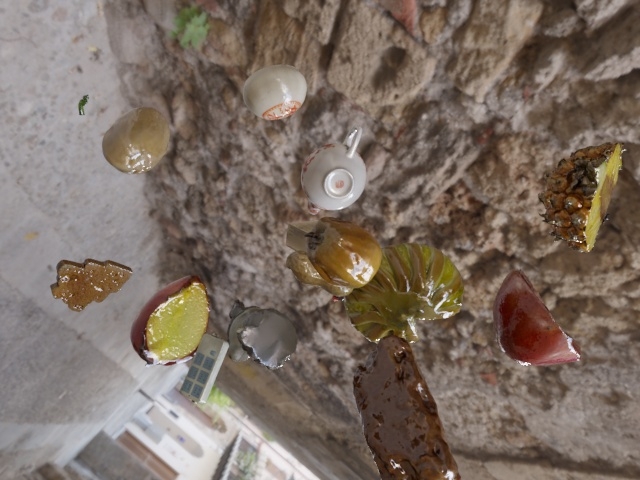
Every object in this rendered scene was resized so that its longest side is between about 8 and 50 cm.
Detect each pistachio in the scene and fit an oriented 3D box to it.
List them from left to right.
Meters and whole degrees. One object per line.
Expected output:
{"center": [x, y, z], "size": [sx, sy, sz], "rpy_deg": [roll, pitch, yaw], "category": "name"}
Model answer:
{"center": [-0.557, -0.305, 1.697], "size": [0.293, 0.181, 0.162], "rpy_deg": [-84, -173, -47], "category": "pistachio"}

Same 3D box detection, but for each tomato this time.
{"center": [0.539, 0.234, 1.459], "size": [0.170, 0.309, 0.309], "rpy_deg": [-38, -178, 16], "category": "tomato"}

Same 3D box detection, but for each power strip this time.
{"center": [-0.315, 0.349, 1.516], "size": [0.035, 0.081, 0.192], "rpy_deg": [36, 72, -55], "category": "power strip"}

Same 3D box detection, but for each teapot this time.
{"center": [0.039, -0.162, 1.335], "size": [0.245, 0.159, 0.116], "rpy_deg": [-58, -170, 9], "category": "teapot"}

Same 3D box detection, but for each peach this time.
{"center": [-0.559, 0.285, 2.056], "size": [0.201, 0.257, 0.362], "rpy_deg": [9, -106, 49], "category": "peach"}

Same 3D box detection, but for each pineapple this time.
{"center": [0.707, -0.173, 1.582], "size": [0.286, 0.209, 0.344], "rpy_deg": [35, 76, -51], "category": "pineapple"}

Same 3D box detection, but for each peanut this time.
{"center": [0.000, 0.084, 1.447], "size": [0.089, 0.192, 0.089], "rpy_deg": [-159, -90, -77], "category": "peanut"}

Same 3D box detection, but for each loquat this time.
{"center": [0.035, 0.020, 0.934], "size": [0.113, 0.137, 0.137], "rpy_deg": [-51, 179, 5], "category": "loquat"}

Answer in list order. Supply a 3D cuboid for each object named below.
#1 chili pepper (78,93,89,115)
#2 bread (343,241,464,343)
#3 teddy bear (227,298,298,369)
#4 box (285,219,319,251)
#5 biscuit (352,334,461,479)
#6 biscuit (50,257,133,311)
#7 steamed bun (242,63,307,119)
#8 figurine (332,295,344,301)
{"center": [-0.776, -0.443, 1.814], "size": [0.083, 0.027, 0.022], "rpy_deg": [-54, -156, 36], "category": "chili pepper"}
{"center": [0.222, 0.156, 1.516], "size": [0.333, 0.333, 0.160], "rpy_deg": [-50, -161, 22], "category": "bread"}
{"center": [-0.146, 0.241, 1.341], "size": [0.144, 0.171, 0.251], "rpy_deg": [-60, -163, -15], "category": "teddy bear"}
{"center": [0.000, 0.000, 2.087], "size": [0.168, 0.212, 0.095], "rpy_deg": [-11, 117, -41], "category": "box"}
{"center": [0.205, 0.448, 1.267], "size": [0.166, 0.395, 0.343], "rpy_deg": [-20, -134, 6], "category": "biscuit"}
{"center": [-0.382, 0.068, 0.932], "size": [0.130, 0.019, 0.119], "rpy_deg": [-13, 137, -23], "category": "biscuit"}
{"center": [-0.154, -0.507, 1.965], "size": [0.231, 0.145, 0.232], "rpy_deg": [-16, 168, -4], "category": "steamed bun"}
{"center": [0.073, 0.159, 1.856], "size": [0.060, 0.047, 0.106], "rpy_deg": [-25, -157, 31], "category": "figurine"}
